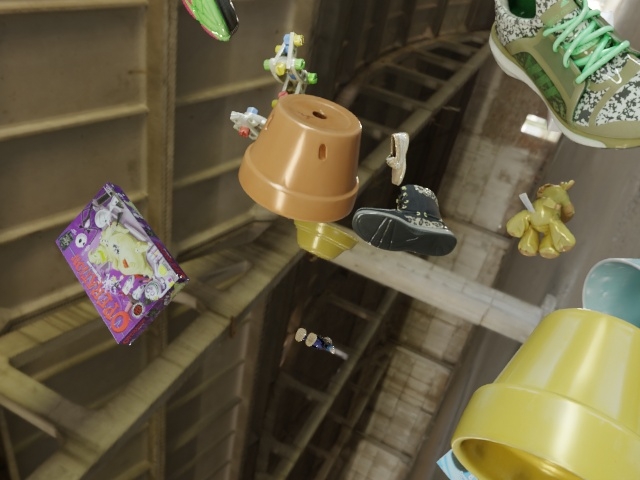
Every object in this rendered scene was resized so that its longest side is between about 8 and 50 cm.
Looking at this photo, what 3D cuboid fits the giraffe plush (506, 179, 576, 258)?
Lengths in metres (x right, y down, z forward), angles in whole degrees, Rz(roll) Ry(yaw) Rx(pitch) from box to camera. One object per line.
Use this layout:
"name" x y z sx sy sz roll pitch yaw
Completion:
"giraffe plush" 0.624 -0.077 1.527 0.170 0.181 0.210 -40 -61 -35

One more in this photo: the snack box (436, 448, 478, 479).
"snack box" 0.468 0.629 1.413 0.187 0.322 0.060 -38 -54 -7

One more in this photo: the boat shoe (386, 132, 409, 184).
"boat shoe" 0.240 -0.262 1.787 0.063 0.059 0.170 -135 48 -68

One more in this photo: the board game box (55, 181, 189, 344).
"board game box" -0.471 0.046 1.301 0.208 0.347 0.056 -49 -27 10

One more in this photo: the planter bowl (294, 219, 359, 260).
"planter bowl" 0.000 0.000 1.644 0.090 0.217 0.217 -65 -15 -4

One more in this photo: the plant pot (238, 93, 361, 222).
"plant pot" -0.027 -0.207 1.305 0.291 0.291 0.203 -45 -19 -54

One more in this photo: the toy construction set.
"toy construction set" -0.116 -0.408 1.601 0.327 0.151 0.215 -60 -26 -15

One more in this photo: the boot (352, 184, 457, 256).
"boot" 0.177 -0.058 1.246 0.178 0.237 0.085 -93 20 -51

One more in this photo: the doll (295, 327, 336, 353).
"doll" -0.007 0.313 1.719 0.046 0.129 0.189 -65 -25 -7

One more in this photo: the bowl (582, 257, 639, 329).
"bowl" 0.712 0.165 1.153 0.163 0.311 0.311 -16 -32 -10

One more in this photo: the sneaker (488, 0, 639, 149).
"sneaker" 0.361 -0.284 0.811 0.158 0.410 0.182 -40 -44 9

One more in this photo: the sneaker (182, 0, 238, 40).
"sneaker" -0.260 -0.720 1.305 0.185 0.202 0.482 -171 68 -75

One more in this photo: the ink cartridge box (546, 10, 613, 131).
"ink cartridge box" 0.610 -0.391 1.320 0.237 0.100 0.171 66 -145 -62

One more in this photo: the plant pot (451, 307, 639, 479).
"plant pot" 0.341 0.232 0.750 0.239 0.254 0.254 -55 -19 -26
